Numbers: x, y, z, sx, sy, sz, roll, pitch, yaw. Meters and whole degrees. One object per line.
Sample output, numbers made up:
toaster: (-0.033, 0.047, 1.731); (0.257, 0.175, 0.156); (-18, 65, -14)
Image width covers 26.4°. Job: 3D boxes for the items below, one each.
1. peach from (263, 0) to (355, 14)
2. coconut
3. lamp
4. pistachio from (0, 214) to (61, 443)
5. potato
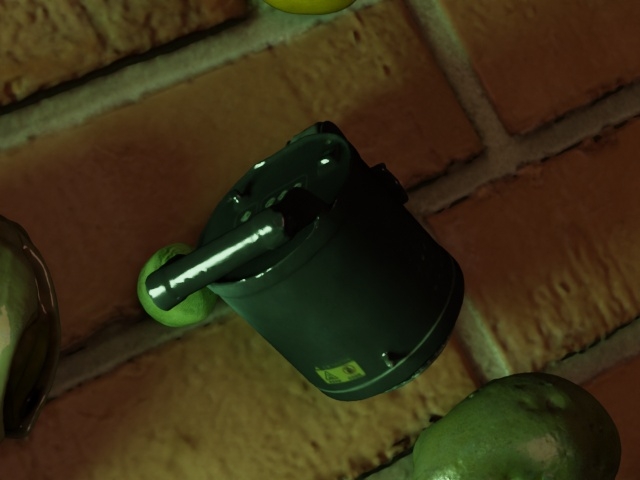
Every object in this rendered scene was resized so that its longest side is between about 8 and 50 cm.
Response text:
peach: (-0.020, -0.349, 1.596); (0.179, 0.103, 0.179); (5, 74, -16)
coconut: (-0.149, 0.047, 1.444); (0.088, 0.096, 0.087); (16, 61, -31)
lamp: (0.015, 0.040, 1.409); (0.272, 0.205, 0.374); (54, 25, -12)
pistachio: (-0.332, 0.084, 1.349); (0.138, 0.153, 0.237); (0, 74, -62)
potato: (0.212, 0.243, 1.495); (0.235, 0.160, 0.177); (-10, 54, -8)
